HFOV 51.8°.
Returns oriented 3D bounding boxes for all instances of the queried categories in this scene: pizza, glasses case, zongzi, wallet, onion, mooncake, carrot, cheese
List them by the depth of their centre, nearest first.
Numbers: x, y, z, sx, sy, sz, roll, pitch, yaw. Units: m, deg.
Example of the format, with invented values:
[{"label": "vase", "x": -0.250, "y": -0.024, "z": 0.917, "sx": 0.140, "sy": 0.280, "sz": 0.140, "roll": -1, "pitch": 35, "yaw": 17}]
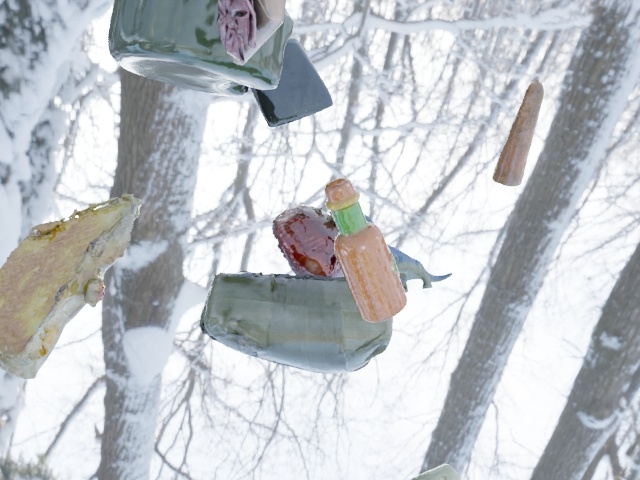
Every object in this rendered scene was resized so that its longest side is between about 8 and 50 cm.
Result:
[{"label": "pizza", "x": -0.368, "y": 0.047, "z": 0.933, "sx": 0.189, "sy": 0.071, "sz": 0.297, "roll": 13, "pitch": -117, "yaw": 32}, {"label": "glasses case", "x": -0.111, "y": -0.310, "z": 0.938, "sx": 0.070, "sy": 0.102, "sz": 0.193, "roll": 10, "pitch": 173, "yaw": -22}, {"label": "cheese", "x": 0.159, "y": 0.460, "z": 1.168, "sx": 0.194, "sy": 0.043, "sz": 0.065, "roll": -19, "pitch": -119, "yaw": -10}, {"label": "carrot", "x": 0.381, "y": -0.204, "z": 1.247, "sx": 0.061, "sy": 0.209, "sz": 0.061, "roll": 6, "pitch": -146, "yaw": -4}, {"label": "mooncake", "x": -0.234, "y": -0.400, "z": 1.274, "sx": 0.351, "sy": 0.187, "sz": 0.351, "roll": 10, "pitch": -176, "yaw": -1}, {"label": "zongzi", "x": -0.051, "y": 0.183, "z": 1.333, "sx": 0.356, "sy": 0.393, "sz": 0.174, "roll": 6, "pitch": -110, "yaw": 0}, {"label": "onion", "x": 0.000, "y": 0.000, "z": 1.509, "sx": 0.230, "sy": 0.163, "sz": 0.230, "roll": 48, "pitch": -168, "yaw": -14}, {"label": "wallet", "x": -0.085, "y": -0.365, "z": 1.523, "sx": 0.169, "sy": 0.052, "sz": 0.245, "roll": -19, "pitch": -120, "yaw": -11}]

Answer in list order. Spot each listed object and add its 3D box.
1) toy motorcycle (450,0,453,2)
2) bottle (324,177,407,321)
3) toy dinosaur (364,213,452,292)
[{"label": "toy motorcycle", "x": 0.125, "y": -0.416, "z": 0.923, "sx": 0.215, "sy": 0.080, "sz": 0.122, "roll": 32, "pitch": -144, "yaw": -23}, {"label": "bottle", "x": 0.052, "y": 0.010, "z": 0.830, "sx": 0.069, "sy": 0.187, "sz": 0.069, "roll": -19, "pitch": -158, "yaw": 8}, {"label": "toy dinosaur", "x": 0.186, "y": 0.027, "z": 1.479, "sx": 0.248, "sy": 0.188, "sz": 0.075, "roll": -4, "pitch": 172, "yaw": -32}]
